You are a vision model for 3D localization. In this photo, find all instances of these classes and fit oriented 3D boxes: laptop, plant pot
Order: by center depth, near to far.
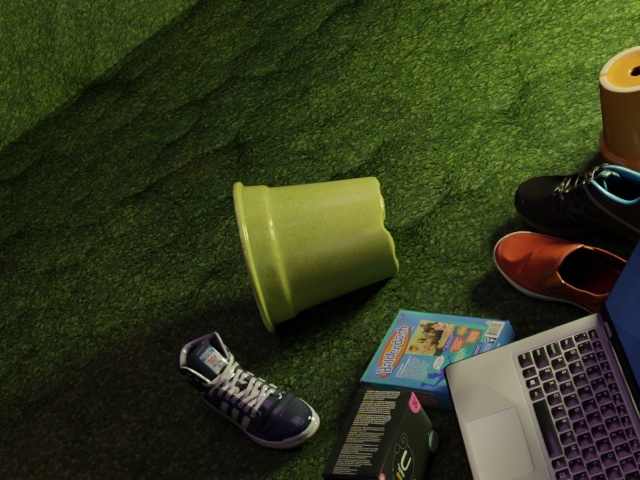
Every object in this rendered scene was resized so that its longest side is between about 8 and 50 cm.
[{"bbox_3d":[0.364,0.195,1.718,0.407,0.236,0.382,-20,44,10],"label":"laptop"},{"bbox_3d":[0.564,-0.222,2.152,0.205,0.188,0.205,-18,38,15],"label":"plant pot"},{"bbox_3d":[0.000,0.000,2.245,0.253,0.276,0.276,-14,38,3],"label":"plant pot"}]

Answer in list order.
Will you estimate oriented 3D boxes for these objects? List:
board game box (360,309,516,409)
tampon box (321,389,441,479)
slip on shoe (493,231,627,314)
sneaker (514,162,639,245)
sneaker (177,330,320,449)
[{"bbox_3d":[0.190,0.192,2.036,0.210,0.047,0.160,5,49,37],"label":"board game box"},{"bbox_3d":[0.094,0.323,1.884,0.101,0.120,0.161,-2,44,33],"label":"tampon box"},{"bbox_3d":[0.402,0.045,2.022,0.123,0.101,0.331,-43,37,-14],"label":"slip on shoe"},{"bbox_3d":[0.462,-0.078,2.094,0.340,0.140,0.125,11,54,43],"label":"sneaker"},{"bbox_3d":[-0.131,0.246,2.103,0.282,0.153,0.099,18,58,45],"label":"sneaker"}]
